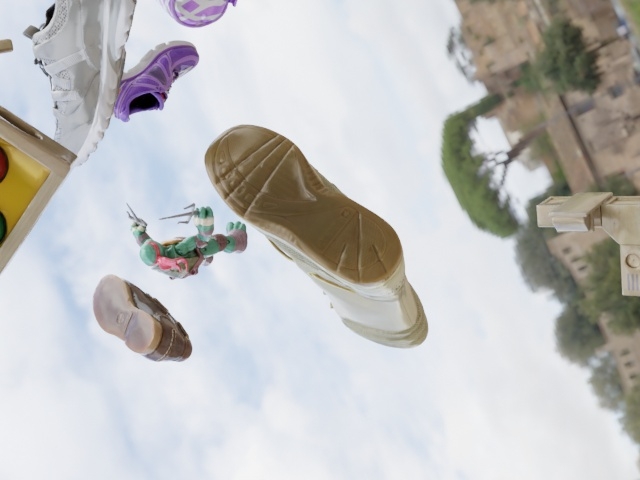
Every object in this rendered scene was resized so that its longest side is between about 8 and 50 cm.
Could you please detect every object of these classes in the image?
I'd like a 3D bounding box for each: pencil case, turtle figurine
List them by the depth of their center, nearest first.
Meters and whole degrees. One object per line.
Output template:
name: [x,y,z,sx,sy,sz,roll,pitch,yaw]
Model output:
pencil case: [-0.186,-0.344,1.328,0.088,0.086,0.206,-6,-136,-34]
turtle figurine: [-0.223,0.004,1.677,0.234,0.175,0.118,5,-94,-61]

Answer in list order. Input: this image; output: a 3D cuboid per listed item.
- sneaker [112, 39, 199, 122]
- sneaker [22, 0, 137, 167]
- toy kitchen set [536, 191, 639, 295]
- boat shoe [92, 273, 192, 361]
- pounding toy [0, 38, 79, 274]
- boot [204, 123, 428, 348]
sneaker: [-0.221,-0.207,1.440,0.071,0.068,0.170,37,-123,18]
sneaker: [-0.280,-0.212,1.215,0.115,0.281,0.105,13,-145,-11]
toy kitchen set: [0.211,0.006,0.836,0.068,0.083,0.075,-26,-67,-55]
boat shoe: [-0.242,0.110,1.439,0.073,0.073,0.207,22,-170,-38]
pounding toy: [-0.319,-0.095,0.924,0.206,0.181,0.094,34,-175,-12]
boot: [0.000,0.000,1.123,0.262,0.095,0.203,35,168,30]
